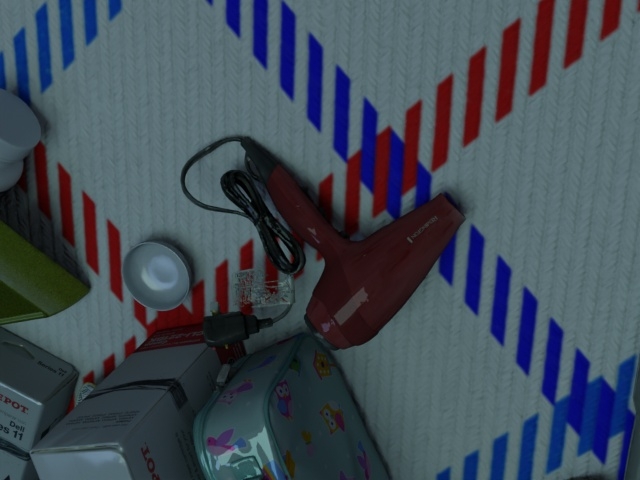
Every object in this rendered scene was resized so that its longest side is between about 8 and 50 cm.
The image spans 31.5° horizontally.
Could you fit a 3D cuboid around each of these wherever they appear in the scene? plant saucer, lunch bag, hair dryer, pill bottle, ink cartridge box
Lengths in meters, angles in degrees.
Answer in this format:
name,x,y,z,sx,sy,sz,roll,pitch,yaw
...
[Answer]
name,x,y,z,sx,sy,sz,roll,pitch,yaw
plant saucer,-0.391,0.048,1.280,0.188,0.045,0.188,-10,147,24
lunch bag,-0.026,0.249,1.188,0.108,0.224,0.279,-19,104,24
hair dryer,0.000,0.000,1.143,0.293,0.080,0.223,-4,94,11
pill bottle,-0.392,-0.082,1.251,0.180,0.108,0.108,-37,96,29
ink cartridge box,-0.403,0.223,1.395,0.153,0.087,0.208,26,117,8
ink cartridge box,-0.163,0.234,1.205,0.114,0.273,0.197,-9,108,23

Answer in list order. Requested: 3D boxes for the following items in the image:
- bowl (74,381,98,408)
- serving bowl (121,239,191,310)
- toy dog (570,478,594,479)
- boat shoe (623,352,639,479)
name,x,y,z,sx,sy,sz,roll,pitch,yaw
bowl,-0.230,0.247,1.331,0.170,0.080,0.170,8,99,61
serving bowl,-0.179,0.036,1.268,0.083,0.027,0.083,8,115,17
toy dog,0.186,0.388,1.206,0.220,0.161,0.334,46,119,-2
boat shoe,0.345,0.223,1.083,0.099,0.116,0.319,6,96,8
